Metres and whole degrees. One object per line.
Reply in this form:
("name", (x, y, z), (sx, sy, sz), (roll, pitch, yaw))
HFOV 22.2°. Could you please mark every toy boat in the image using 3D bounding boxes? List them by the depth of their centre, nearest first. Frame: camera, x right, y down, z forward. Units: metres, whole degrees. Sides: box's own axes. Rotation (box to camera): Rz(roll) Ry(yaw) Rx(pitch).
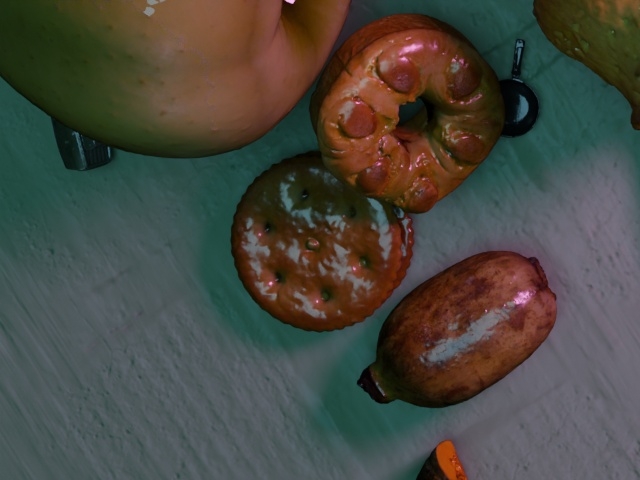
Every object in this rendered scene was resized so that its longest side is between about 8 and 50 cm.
("toy boat", (-0.293, -0.215, 1.978), (0.085, 0.078, 0.260), (-2, 101, 32))

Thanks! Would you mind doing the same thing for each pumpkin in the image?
("pumpkin", (0.175, 0.340, 1.947), (0.183, 0.119, 0.107), (44, 105, 8))

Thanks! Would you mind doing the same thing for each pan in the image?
("pan", (0.224, -0.177, 1.887), (0.068, 0.023, 0.115), (12, 106, 12))

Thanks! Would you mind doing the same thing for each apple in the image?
("apple", (-0.177, -0.323, 1.749), (0.473, 0.473, 0.474), (2, 101, 13))

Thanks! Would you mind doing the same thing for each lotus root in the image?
("lotus root", (0.156, 0.111, 1.904), (0.260, 0.128, 0.145), (-33, 77, 12))

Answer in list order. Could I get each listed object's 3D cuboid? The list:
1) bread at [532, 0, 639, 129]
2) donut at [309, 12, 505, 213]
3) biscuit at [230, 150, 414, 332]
("bread", (0.383, -0.305, 1.661), (0.215, 0.398, 0.398), (35, 107, 18))
("donut", (0.097, -0.144, 1.828), (0.226, 0.114, 0.227), (-9, 124, -14))
("biscuit", (0.000, 0.000, 1.955), (0.220, 0.066, 0.220), (3, 102, 16))
